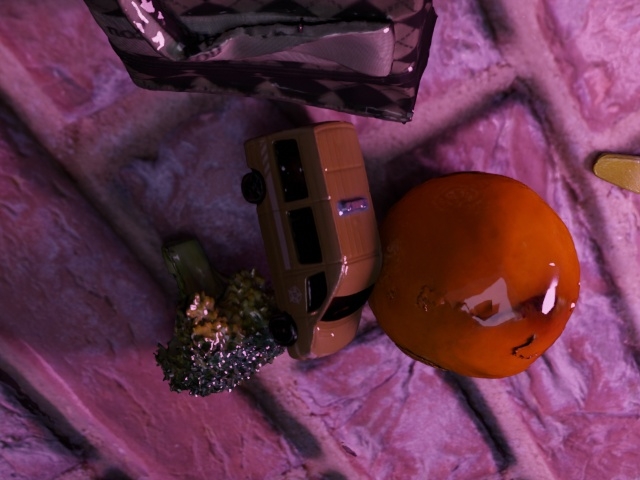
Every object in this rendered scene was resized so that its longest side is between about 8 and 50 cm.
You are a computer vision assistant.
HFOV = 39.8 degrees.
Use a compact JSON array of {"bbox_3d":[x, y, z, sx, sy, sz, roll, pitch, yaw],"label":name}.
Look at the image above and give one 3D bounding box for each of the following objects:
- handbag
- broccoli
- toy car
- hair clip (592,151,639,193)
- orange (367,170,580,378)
[{"bbox_3d":[-0.042,-0.231,0.671,0.316,0.416,0.180,13,77,8],"label":"handbag"},{"bbox_3d":[-0.134,0.084,1.048,0.194,0.220,0.194,0,94,3],"label":"broccoli"},{"bbox_3d":[0.000,0.000,0.966,0.124,0.101,0.257,-11,93,40],"label":"toy car"},{"bbox_3d":[0.430,-0.080,1.115,0.188,0.033,0.060,8,120,-16],"label":"hair clip"},{"bbox_3d":[0.174,0.042,1.025,0.246,0.246,0.246,-5,123,-8],"label":"orange"}]
